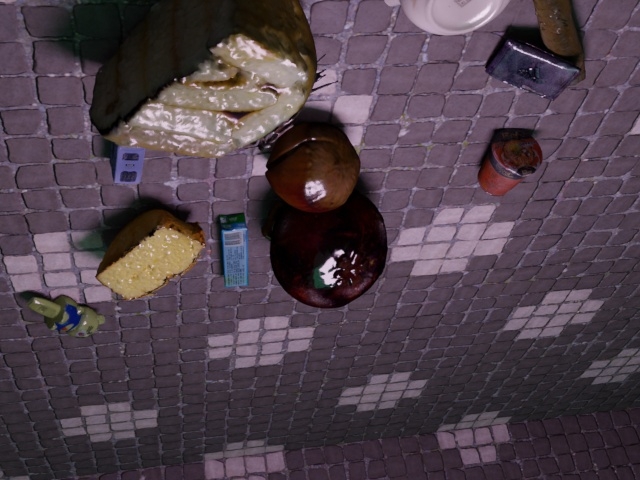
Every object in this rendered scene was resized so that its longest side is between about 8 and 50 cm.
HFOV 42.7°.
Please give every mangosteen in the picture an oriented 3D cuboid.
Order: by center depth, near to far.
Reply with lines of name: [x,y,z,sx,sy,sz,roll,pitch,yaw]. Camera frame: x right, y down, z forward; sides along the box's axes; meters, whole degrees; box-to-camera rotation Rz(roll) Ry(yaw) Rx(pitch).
mangosteen: [0.015,0.008,1.920,0.297,0.293,0.297,-3,105,-10]

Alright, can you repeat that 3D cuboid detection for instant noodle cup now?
instant noodle cup: [0.432,-0.173,1.909,0.127,0.127,0.136,-2,153,-15]

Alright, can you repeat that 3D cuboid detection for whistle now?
whistle: [-0.666,0.197,2.143,0.105,0.085,0.227,-31,143,20]

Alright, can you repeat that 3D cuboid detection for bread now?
bread: [-0.185,-0.283,1.429,0.395,0.239,0.264,-31,142,31]
bread: [-0.392,0.017,1.911,0.260,0.147,0.160,-37,131,28]

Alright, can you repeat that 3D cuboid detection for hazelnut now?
hazelnut: [-0.028,-0.153,1.742,0.208,0.208,0.208,-8,147,-5]

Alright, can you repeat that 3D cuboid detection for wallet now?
wallet: [0.428,-0.348,1.653,0.165,0.030,0.111,21,152,-8]

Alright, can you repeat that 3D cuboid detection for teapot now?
teapot: [0.242,-0.455,1.401,0.298,0.139,0.204,-26,143,25]

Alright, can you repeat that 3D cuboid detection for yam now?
yam: [0.467,-0.409,1.600,0.071,0.067,0.317,-9,148,22]

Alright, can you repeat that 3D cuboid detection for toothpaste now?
toothpaste: [-0.217,0.029,2.061,0.065,0.050,0.267,-7,147,-9]

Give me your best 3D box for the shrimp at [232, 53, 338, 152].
shrimp: [-0.100,-0.258,1.606,0.343,0.117,0.145,-26,145,33]

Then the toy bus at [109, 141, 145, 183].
toy bus: [-0.385,-0.190,1.655,0.073,0.076,0.167,0,146,-18]
